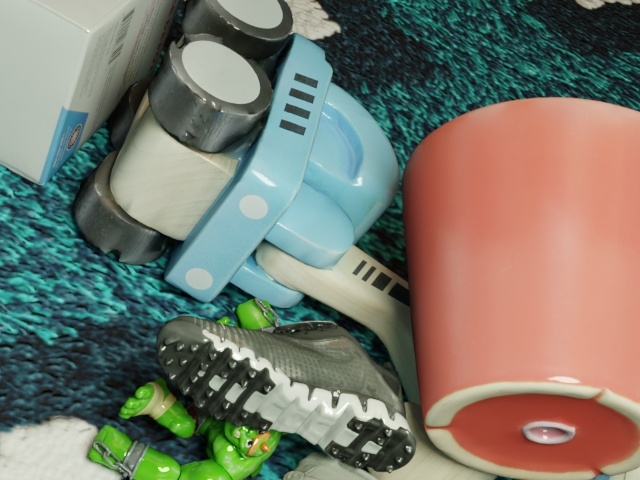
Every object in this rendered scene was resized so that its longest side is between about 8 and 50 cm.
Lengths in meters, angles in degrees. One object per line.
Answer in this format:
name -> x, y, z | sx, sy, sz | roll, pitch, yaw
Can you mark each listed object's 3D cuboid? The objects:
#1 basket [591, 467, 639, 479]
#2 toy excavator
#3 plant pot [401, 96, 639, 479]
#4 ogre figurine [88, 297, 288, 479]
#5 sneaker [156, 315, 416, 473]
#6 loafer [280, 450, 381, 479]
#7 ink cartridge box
basket -> 0.351, 0.192, 1.320 | 0.289, 0.201, 0.254 | 7, 40, -9
toy excavator -> 0.000, 0.000, 1.357 | 0.445, 0.222, 0.433 | 29, 37, -13
plant pot -> 0.193, 0.056, 1.186 | 0.275, 0.275, 0.243 | 16, 58, -14
ogre figurine -> -0.087, 0.148, 1.199 | 0.118, 0.097, 0.197 | 44, 48, 6
sneaker -> -0.026, 0.105, 1.153 | 0.234, 0.078, 0.106 | 25, 40, -18
loafer -> 0.107, 0.274, 1.159 | 0.319, 0.112, 0.111 | 29, 46, 4
ink cartridge box -> -0.282, -0.234, 1.447 | 0.197, 0.198, 0.270 | 28, 37, 3
